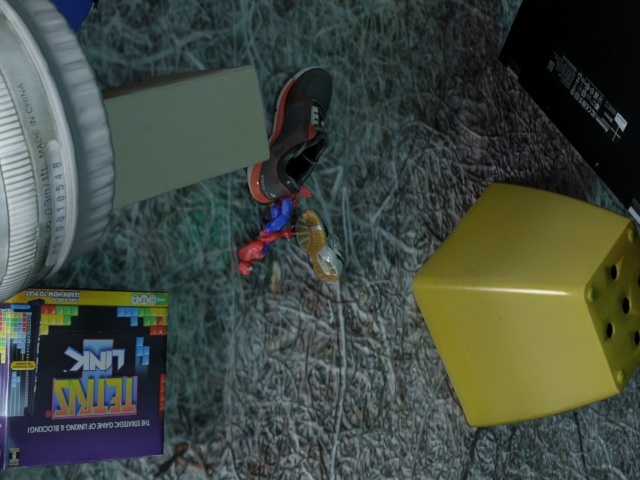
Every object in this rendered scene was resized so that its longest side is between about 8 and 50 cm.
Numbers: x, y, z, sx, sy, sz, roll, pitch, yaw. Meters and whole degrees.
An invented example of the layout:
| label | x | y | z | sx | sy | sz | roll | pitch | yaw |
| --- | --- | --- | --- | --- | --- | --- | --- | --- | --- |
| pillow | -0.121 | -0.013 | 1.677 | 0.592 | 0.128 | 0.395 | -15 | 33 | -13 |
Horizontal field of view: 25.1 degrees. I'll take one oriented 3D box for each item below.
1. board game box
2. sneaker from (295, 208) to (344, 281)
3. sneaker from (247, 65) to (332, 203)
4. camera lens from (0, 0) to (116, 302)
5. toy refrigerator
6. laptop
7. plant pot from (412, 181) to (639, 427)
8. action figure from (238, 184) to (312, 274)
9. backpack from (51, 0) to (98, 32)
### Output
| label | x | y | z | sx | sy | sz | roll | pitch | yaw |
| --- | --- | --- | --- | --- | --- | --- | --- | --- | --- |
| board game box | -0.199 | 0.109 | 1.162 | 0.170 | 0.048 | 0.141 | 4 | 85 | -50 |
| sneaker | 0.000 | 0.000 | 1.424 | 0.037 | 0.032 | 0.083 | -61 | 139 | -49 |
| sneaker | -0.011 | -0.101 | 1.379 | 0.061 | 0.065 | 0.158 | 45 | 56 | -40 |
| camera lens | -0.294 | -0.042 | 0.885 | 0.274 | 0.219 | 0.219 | -21 | 106 | -36 |
| toy refrigerator | -0.169 | -0.072 | 1.161 | 0.269 | 0.102 | 0.094 | -23 | 107 | -49 |
| laptop | 0.388 | -0.144 | 1.580 | 0.236 | 0.382 | 0.408 | 4 | 124 | -26 |
| plant pot | 0.261 | 0.072 | 1.609 | 0.212 | 0.187 | 0.212 | -47 | 124 | -40 |
| action figure | -0.046 | -0.008 | 1.357 | 0.030 | 0.038 | 0.115 | 51 | 50 | -15 |
| backpack | -0.214 | -0.215 | 1.112 | 0.098 | 0.101 | 0.120 | 44 | 53 | -49 |
